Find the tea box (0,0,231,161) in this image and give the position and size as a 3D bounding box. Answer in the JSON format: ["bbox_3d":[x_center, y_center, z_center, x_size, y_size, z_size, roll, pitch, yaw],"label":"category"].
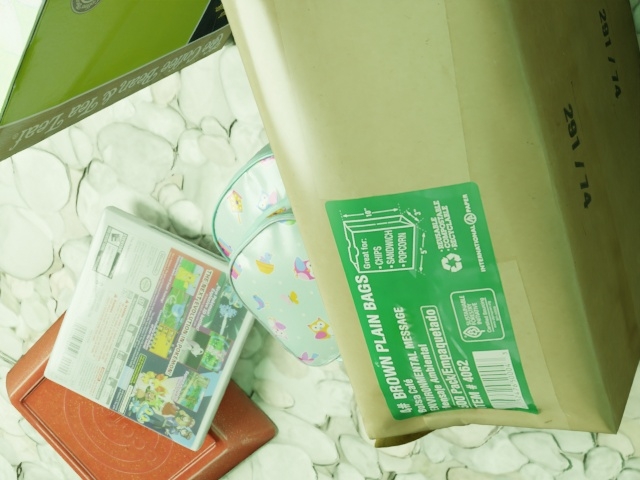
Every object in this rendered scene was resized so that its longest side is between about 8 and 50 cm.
[{"bbox_3d":[-0.163,-0.275,0.684,0.220,0.329,0.323,37,124,5],"label":"tea box"}]

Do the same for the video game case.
[{"bbox_3d":[-0.170,0.091,1.008,0.183,0.023,0.201,25,105,6],"label":"video game case"}]

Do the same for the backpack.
[{"bbox_3d":[0.000,0.000,0.838,0.188,0.144,0.166,47,130,2],"label":"backpack"}]

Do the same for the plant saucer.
[{"bbox_3d":[-0.219,0.192,1.101,0.258,0.048,0.259,47,122,-1],"label":"plant saucer"}]

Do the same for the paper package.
[{"bbox_3d":[0.108,-0.080,0.658,0.168,0.309,0.325,-7,111,30],"label":"paper package"}]

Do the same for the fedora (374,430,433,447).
[{"bbox_3d":[0.103,0.099,0.841,0.079,0.194,0.194,54,127,21],"label":"fedora"}]

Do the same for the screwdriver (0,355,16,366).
[{"bbox_3d":[-0.390,0.137,1.188,0.170,0.025,0.024,26,87,3],"label":"screwdriver"}]
